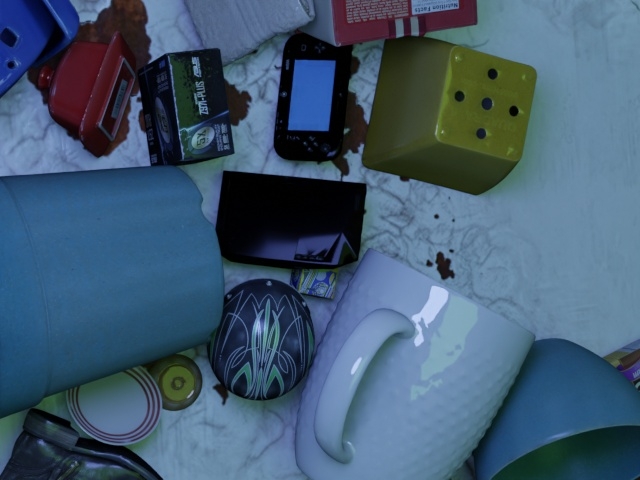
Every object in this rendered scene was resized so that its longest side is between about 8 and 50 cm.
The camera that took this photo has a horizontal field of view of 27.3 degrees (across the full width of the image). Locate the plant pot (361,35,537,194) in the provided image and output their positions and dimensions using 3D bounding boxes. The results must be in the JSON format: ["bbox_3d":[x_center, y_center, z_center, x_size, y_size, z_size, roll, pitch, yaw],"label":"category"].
[{"bbox_3d":[0.209,-0.196,1.978,0.212,0.187,0.212,13,85,-19],"label":"plant pot"}]

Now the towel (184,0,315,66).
[{"bbox_3d":[-0.133,-0.402,1.859,0.049,0.187,0.282,-25,92,-55],"label":"towel"}]

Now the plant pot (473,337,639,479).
[{"bbox_3d":[0.354,0.266,2.004,0.290,0.290,0.195,-3,55,-19],"label":"plant pot"}]

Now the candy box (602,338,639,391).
[{"bbox_3d":[0.504,0.234,2.148,0.187,0.053,0.109,-22,97,-17],"label":"candy box"}]

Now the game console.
[{"bbox_3d":[-0.034,-0.136,1.935,0.213,0.044,0.361,5,78,5],"label":"game console"}]

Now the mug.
[{"bbox_3d":[0.096,0.208,1.851,0.276,0.374,0.328,28,89,24],"label":"mug"}]

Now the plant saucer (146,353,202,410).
[{"bbox_3d":[-0.210,0.207,1.916,0.083,0.015,0.083,0,90,-20],"label":"plant saucer"}]

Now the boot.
[{"bbox_3d":[-0.360,0.379,1.834,0.263,0.091,0.229,29,86,-13],"label":"boot"}]

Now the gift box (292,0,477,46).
[{"bbox_3d":[0.079,-0.436,1.894,0.255,0.258,0.276,-7,107,-18],"label":"gift box"}]

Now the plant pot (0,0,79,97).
[{"bbox_3d":[-0.464,-0.294,1.724,0.212,0.236,0.236,-38,102,-23],"label":"plant pot"}]

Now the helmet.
[{"bbox_3d":[-0.085,0.142,1.870,0.170,0.161,0.169,1,79,-8],"label":"helmet"}]

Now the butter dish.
[{"bbox_3d":[-0.333,-0.212,1.823,0.118,0.160,0.160,17,83,5],"label":"butter dish"}]

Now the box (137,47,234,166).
[{"bbox_3d":[-0.191,-0.181,1.840,0.078,0.180,0.147,-9,93,-21],"label":"box"}]

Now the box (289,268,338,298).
[{"bbox_3d":[0.000,0.000,1.972,0.059,0.054,0.168,12,85,-19],"label":"box"}]

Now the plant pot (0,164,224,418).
[{"bbox_3d":[-0.327,0.049,1.731,0.334,0.341,0.341,-11,93,-28],"label":"plant pot"}]

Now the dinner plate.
[{"bbox_3d":[-0.292,0.226,1.859,0.141,0.017,0.141,15,53,-21],"label":"dinner plate"}]
